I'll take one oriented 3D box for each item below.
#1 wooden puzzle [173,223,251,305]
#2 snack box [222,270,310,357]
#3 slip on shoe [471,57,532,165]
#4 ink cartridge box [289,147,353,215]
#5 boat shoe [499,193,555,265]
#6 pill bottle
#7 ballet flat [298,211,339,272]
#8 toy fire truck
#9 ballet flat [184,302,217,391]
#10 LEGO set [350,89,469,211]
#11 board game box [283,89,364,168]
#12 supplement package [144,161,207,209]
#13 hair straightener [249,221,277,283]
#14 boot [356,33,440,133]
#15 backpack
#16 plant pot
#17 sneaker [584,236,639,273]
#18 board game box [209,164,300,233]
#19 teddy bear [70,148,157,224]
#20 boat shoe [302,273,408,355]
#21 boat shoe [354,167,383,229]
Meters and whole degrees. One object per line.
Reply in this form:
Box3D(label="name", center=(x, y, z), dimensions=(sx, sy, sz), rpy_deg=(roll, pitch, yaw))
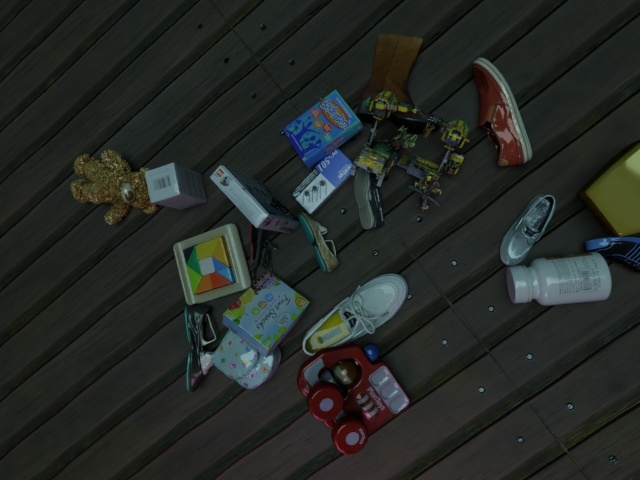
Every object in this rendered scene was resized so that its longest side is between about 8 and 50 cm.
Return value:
Box3D(label="wooden puzzle", center=(-0.361, 0.080, 1.419), dimensions=(0.238, 0.044, 0.221), rpy_deg=(-18, 83, 14))
Box3D(label="snack box", center=(-0.161, 0.217, 1.304), dimensions=(0.174, 0.070, 0.207), rpy_deg=(35, 53, 12))
Box3D(label="slip on shoe", center=(0.499, -0.366, 1.241), dimensions=(0.101, 0.123, 0.332), rpy_deg=(-20, 87, 14))
Box3D(label="ink cartridge box", center=(0.010, -0.186, 1.363), dimensions=(0.207, 0.046, 0.097), rpy_deg=(-45, 80, 5))
Box3D(label="boat shoe", center=(0.581, -0.033, 1.216), dimensions=(0.079, 0.081, 0.228), rpy_deg=(31, 93, 12))
Box3D(label="pill bottle", center=(0.635, 0.108, 1.171), dimensions=(0.229, 0.131, 0.131), rpy_deg=(-8, 85, 12))
Box3D(label="ballet flat", center=(0.000, 0.000, 1.353), dimensions=(0.067, 0.073, 0.206), rpy_deg=(-22, 84, -18))
Box3D(label="toy fire truck", center=(0.090, 0.422, 1.233), dimensions=(0.253, 0.169, 0.302), rpy_deg=(-35, 103, -9))
Box3D(label="ballet flat", center=(-0.383, 0.343, 1.392), dimensions=(0.096, 0.095, 0.281), rpy_deg=(-3, 86, -1))
Box3D(label="LEGO set", center=(0.235, -0.248, 1.205), dimensions=(0.331, 0.192, 0.255), rpy_deg=(31, 135, 3))
Box3D(label="board game box", center=(0.006, -0.349, 1.351), dimensions=(0.210, 0.047, 0.160), rpy_deg=(-35, 61, 7))
Box3D(label="supplement package", center=(-0.460, -0.170, 1.392), dimensions=(0.105, 0.179, 0.105), rpy_deg=(-15, 84, 10))
Box3D(label="hair straightener", center=(-0.186, 0.028, 1.376), dimensions=(0.088, 0.047, 0.231), rpy_deg=(8, 98, 16))
Box3D(label="boot", center=(0.266, -0.481, 1.325), dimensions=(0.263, 0.096, 0.281), rpy_deg=(15, 82, 20))
Box3D(label="backpack", center=(-0.224, 0.357, 1.332), dimensions=(0.188, 0.144, 0.166), rpy_deg=(33, 88, 9))
Box3D(label="plant pot", center=(0.807, -0.120, 1.122), dimensions=(0.187, 0.212, 0.212), rpy_deg=(-37, 80, 20))
Box3D(label="sneaker", center=(0.836, 0.043, 1.159), dimensions=(0.232, 0.081, 0.091), rpy_deg=(3, 80, 11))
Box3D(label="board game box", center=(-0.177, -0.111, 1.265), dimensions=(0.053, 0.305, 0.193), rpy_deg=(-45, 79, 8))
Box3D(label="teddy bear", center=(-0.720, -0.187, 1.484), dimensions=(0.337, 0.113, 0.245), rpy_deg=(31, 95, 12))
Box3D(label="boat shoe", center=(0.094, 0.221, 1.264), dimensions=(0.367, 0.156, 0.136), rpy_deg=(-33, 81, 8))
Box3D(label="boat shoe", center=(0.153, -0.134, 1.335), dimensions=(0.064, 0.075, 0.206), rpy_deg=(0, 78, -31))
